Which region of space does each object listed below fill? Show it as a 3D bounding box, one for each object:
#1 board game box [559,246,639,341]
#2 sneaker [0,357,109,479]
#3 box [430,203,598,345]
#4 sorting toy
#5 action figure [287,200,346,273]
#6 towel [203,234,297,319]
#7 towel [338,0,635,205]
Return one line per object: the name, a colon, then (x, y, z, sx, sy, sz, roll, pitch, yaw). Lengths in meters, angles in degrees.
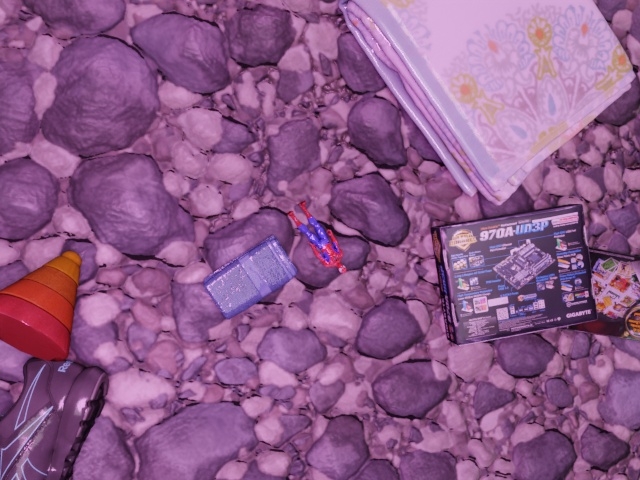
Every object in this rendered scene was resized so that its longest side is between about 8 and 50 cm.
board game box: (0.505, 0.093, 1.103, 0.260, 0.030, 0.136, 11, 86, -15)
sneaker: (-0.354, 0.272, 0.852, 0.106, 0.101, 0.267, 20, 79, -1)
box: (0.284, 0.048, 1.016, 0.220, 0.051, 0.175, -10, 94, -6)
sorting toy: (-0.436, 0.006, 0.821, 0.366, 0.127, 0.126, 29, 59, -7)
action figure: (0.000, 0.000, 0.967, 0.038, 0.030, 0.115, -40, 102, -16)
towel: (-0.095, 0.051, 0.941, 0.119, 0.029, 0.067, -33, 98, -13)
towel: (0.250, -0.282, 1.004, 0.321, 0.090, 0.374, -39, 100, -15)
